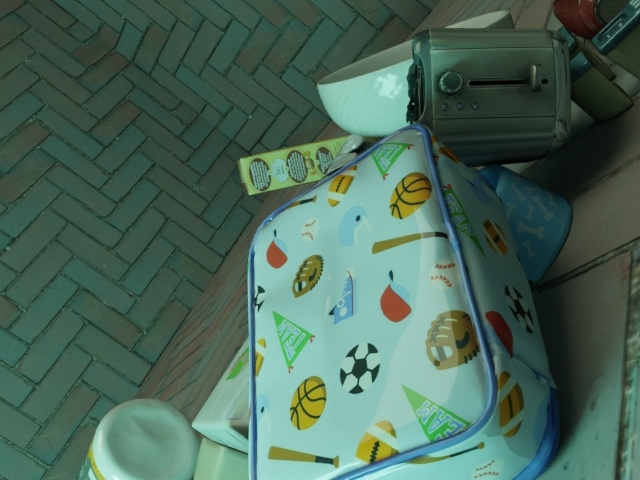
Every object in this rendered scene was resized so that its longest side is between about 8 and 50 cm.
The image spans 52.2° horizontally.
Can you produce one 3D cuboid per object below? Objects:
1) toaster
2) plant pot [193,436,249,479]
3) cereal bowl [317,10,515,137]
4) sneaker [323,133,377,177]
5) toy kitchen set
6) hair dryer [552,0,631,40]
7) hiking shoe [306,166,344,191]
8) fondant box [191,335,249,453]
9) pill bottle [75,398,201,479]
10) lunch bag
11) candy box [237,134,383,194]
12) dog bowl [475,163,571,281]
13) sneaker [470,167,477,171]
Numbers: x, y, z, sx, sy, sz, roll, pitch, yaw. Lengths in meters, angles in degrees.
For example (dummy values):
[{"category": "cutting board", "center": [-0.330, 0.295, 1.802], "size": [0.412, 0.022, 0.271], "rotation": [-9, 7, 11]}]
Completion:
[{"category": "toaster", "center": [0.165, -0.138, 0.674], "size": [0.227, 0.147, 0.129], "rotation": [17, -108, -84]}, {"category": "plant pot", "center": [-0.085, 0.279, 0.698], "size": [0.109, 0.109, 0.096], "rotation": [-28, 39, 66]}, {"category": "cereal bowl", "center": [0.172, -0.260, 1.103], "size": [0.339, 0.141, 0.339], "rotation": [-21, 18, 7]}, {"category": "sneaker", "center": [0.083, -0.121, 1.182], "size": [0.210, 0.137, 0.366], "rotation": [-60, 9, -24]}, {"category": "toy kitchen set", "center": [0.312, -0.251, 0.669], "size": [0.207, 0.122, 0.166], "rotation": [-46, 13, 29]}, {"category": "hair dryer", "center": [0.376, -0.337, 0.777], "size": [0.223, 0.080, 0.293], "rotation": [-59, 8, -22]}, {"category": "hiking shoe", "center": [0.000, 0.000, 1.076], "size": [0.304, 0.113, 0.132], "rotation": [-65, -3, 30]}, {"category": "fondant box", "center": [-0.033, 0.165, 0.861], "size": [0.238, 0.096, 0.330], "rotation": [-57, 12, -26]}, {"category": "pill bottle", "center": [-0.302, 0.389, 1.024], "size": [0.278, 0.162, 0.162], "rotation": [-59, 5, 33]}, {"category": "lunch bag", "center": [0.040, 0.064, 0.526], "size": [0.243, 0.115, 0.303], "rotation": [-34, 41, 30]}, {"category": "candy box", "center": [-0.022, -0.175, 1.474], "size": [0.317, 0.087, 0.183], "rotation": [-12, 6, -8]}, {"category": "dog bowl", "center": [0.117, 0.050, 0.649], "size": [0.297, 0.074, 0.166], "rotation": [-53, 11, 0]}, {"category": "sneaker", "center": [0.109, -0.012, 0.848], "size": [0.151, 0.094, 0.256], "rotation": [-60, 11, -22]}]
